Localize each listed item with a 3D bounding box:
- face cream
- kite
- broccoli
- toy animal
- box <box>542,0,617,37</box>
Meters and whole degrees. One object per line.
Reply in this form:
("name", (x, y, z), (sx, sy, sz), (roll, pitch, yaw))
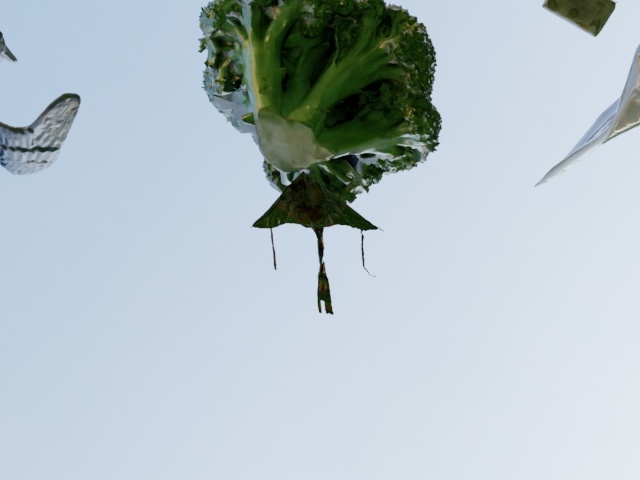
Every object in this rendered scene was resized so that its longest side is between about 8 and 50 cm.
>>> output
("face cream", (0.280, -0.123, 1.005), (0.070, 0.224, 0.114), (45, -121, 4))
("kite", (0.000, 0.000, 1.524), (0.198, 0.006, 0.244), (4, -128, -21))
("broccoli", (0.005, -0.220, 1.606), (0.321, 0.310, 0.413), (-19, -51, -10))
("toy animal", (-0.340, -0.119, 1.059), (0.239, 0.255, 0.176), (10, -110, 0))
("box", (0.382, -0.348, 1.641), (0.098, 0.045, 0.062), (29, -68, 5))
